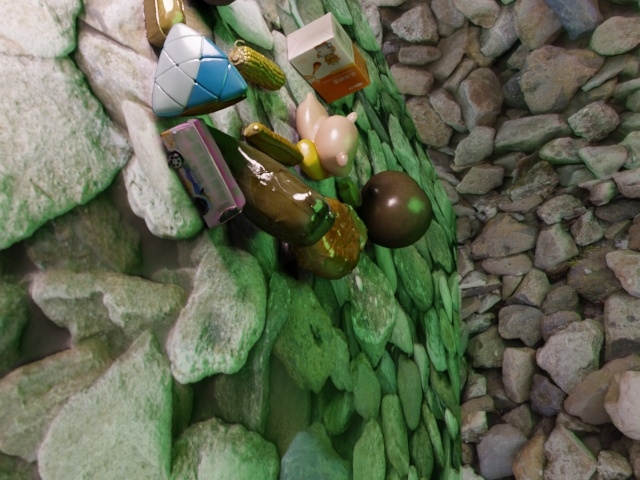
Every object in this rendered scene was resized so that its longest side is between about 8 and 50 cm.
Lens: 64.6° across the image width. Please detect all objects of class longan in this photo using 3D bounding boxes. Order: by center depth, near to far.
[{"bbox_3d":[0.326,-0.136,2.246,0.361,0.361,0.361,40,41,-48],"label":"longan"}]

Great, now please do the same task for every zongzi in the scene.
[{"bbox_3d":[-0.153,-0.158,1.359,0.174,0.356,0.393,-45,121,-12],"label":"zongzi"}]

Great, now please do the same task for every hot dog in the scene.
[{"bbox_3d":[-0.154,-0.322,1.705,0.289,0.083,0.068,25,34,-57],"label":"hot dog"}]

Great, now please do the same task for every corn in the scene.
[{"bbox_3d":[-0.212,-0.579,1.716,0.293,0.106,0.106,0,75,-67],"label":"corn"}]

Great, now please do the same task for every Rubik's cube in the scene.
[{"bbox_3d":[-0.321,-0.441,1.328,0.254,0.254,0.254,40,41,-48],"label":"Rubik's cube"}]

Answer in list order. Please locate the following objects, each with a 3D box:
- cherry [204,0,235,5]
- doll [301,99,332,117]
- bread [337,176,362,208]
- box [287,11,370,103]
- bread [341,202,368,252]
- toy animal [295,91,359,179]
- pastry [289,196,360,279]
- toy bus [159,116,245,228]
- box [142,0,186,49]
[{"bbox_3d":[-0.323,-0.832,1.548,0.213,0.184,0.266,52,48,-21],"label":"cherry"},{"bbox_3d":[-0.005,-0.529,2.129,0.206,0.067,0.110,35,58,-36],"label":"doll"},{"bbox_3d":[0.122,-0.206,2.185,0.156,0.064,0.117,47,32,-40],"label":"bread"},{"bbox_3d":[0.041,-0.765,2.166,0.341,0.225,0.143,35,44,-51],"label":"box"},{"bbox_3d":[0.125,-0.046,2.081,0.225,0.081,0.134,51,39,-41],"label":"bread"},{"bbox_3d":[0.054,-0.388,1.950,0.277,0.247,0.345,38,43,-53],"label":"toy animal"},{"bbox_3d":[0.000,0.000,1.691,0.284,0.184,0.315,61,29,-10],"label":"pastry"},{"bbox_3d":[-0.298,-0.171,1.301,0.274,0.112,0.090,64,20,-18],"label":"toy bus"},{"bbox_3d":[-0.404,-0.588,1.333,0.111,0.111,0.177,11,65,-61],"label":"box"}]
